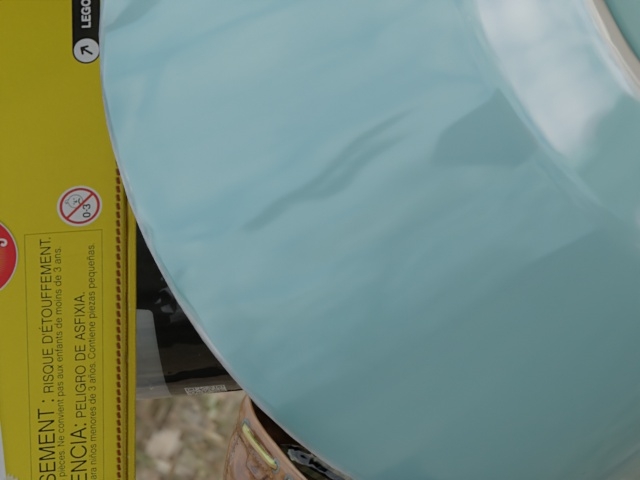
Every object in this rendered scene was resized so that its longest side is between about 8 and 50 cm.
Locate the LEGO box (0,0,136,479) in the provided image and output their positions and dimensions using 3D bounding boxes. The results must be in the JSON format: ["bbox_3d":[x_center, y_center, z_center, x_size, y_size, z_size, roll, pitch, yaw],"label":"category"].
[{"bbox_3d":[-0.292,-0.005,0.965,0.193,0.373,0.500,-117,27,-59],"label":"LEGO box"}]

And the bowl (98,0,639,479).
[{"bbox_3d":[0.095,-0.069,0.654,0.163,0.311,0.311,-30,46,50],"label":"bowl"}]

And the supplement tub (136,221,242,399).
[{"bbox_3d":[0.000,0.000,1.248,0.316,0.193,0.193,-5,56,1],"label":"supplement tub"}]

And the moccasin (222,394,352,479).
[{"bbox_3d":[0.074,0.223,1.533,0.380,0.139,0.147,27,124,43],"label":"moccasin"}]
